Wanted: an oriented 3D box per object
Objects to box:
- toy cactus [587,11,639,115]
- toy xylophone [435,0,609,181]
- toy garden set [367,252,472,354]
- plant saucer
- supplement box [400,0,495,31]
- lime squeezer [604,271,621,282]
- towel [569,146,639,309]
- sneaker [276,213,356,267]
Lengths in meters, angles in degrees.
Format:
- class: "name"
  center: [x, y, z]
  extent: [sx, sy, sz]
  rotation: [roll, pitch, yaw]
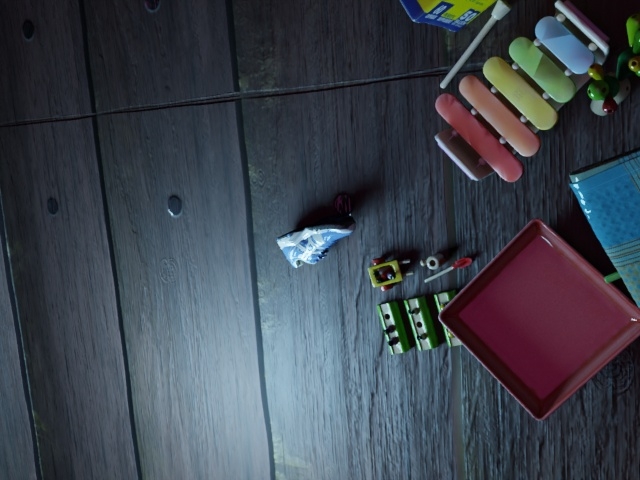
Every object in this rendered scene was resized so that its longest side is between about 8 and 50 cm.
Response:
- class: "toy cactus"
  center: [0.475, -0.256, 1.025]
  extent: [0.112, 0.219, 0.180]
  rotation: [33, 157, 13]
- class: "toy xylophone"
  center: [0.323, -0.266, 1.154]
  extent: [0.236, 0.081, 0.323]
  rotation: [43, 119, 19]
- class: "toy garden set"
  center: [0.210, 0.117, 1.328]
  extent: [0.244, 0.049, 0.204]
  rotation: [-16, 91, 35]
- class: "plant saucer"
  center: [0.388, 0.138, 1.189]
  extent: [0.258, 0.047, 0.259]
  rotation: [47, 106, 17]
- class: "supplement box"
  center: [0.274, -0.527, 1.063]
  extent: [0.356, 0.194, 0.195]
  rotation: [-35, 80, 33]
- class: "lime squeezer"
  center: [0.616, 0.044, 1.044]
  extent: [0.310, 0.059, 0.110]
  rotation: [12, 122, 25]
- class: "towel"
  center: [0.566, 0.011, 0.983]
  extent: [0.271, 0.040, 0.370]
  rotation: [-23, 105, 45]
- class: "sneaker"
  center: [0.000, 0.000, 1.433]
  extent: [0.211, 0.080, 0.081]
  rotation: [-18, 96, 44]
